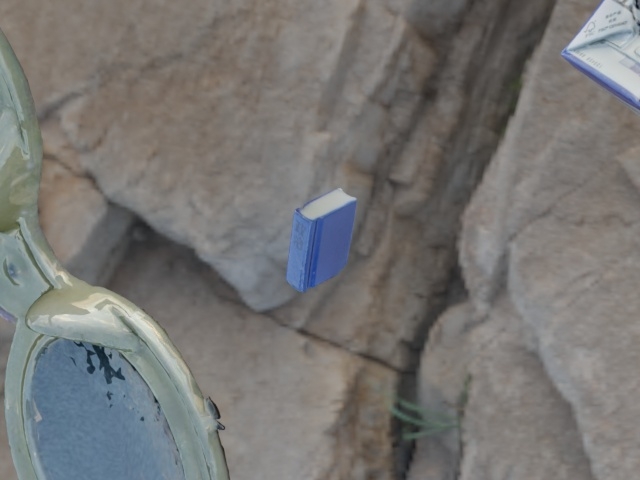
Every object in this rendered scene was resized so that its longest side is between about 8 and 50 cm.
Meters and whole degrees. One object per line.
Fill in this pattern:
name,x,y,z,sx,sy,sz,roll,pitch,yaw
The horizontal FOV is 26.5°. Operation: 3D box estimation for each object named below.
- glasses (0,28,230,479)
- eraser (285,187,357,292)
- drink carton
glasses,-0.104,0.024,0.244,0.088,0.220,0.190,-28,91,20
eraser,0.000,0.000,1.261,0.027,0.063,0.085,34,134,29
drink carton,0.365,-0.108,1.173,0.106,0.315,0.130,-53,35,11
